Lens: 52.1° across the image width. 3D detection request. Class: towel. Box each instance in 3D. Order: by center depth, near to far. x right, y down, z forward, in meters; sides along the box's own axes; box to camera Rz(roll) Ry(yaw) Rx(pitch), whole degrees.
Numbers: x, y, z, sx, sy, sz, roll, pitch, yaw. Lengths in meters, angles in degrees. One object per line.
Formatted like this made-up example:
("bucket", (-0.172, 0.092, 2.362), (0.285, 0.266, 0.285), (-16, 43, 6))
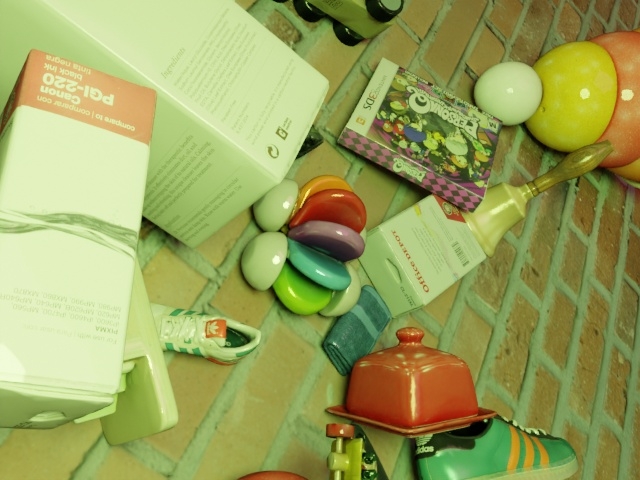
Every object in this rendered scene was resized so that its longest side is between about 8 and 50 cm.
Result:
("towel", (0.052, 0.117, 0.865), (0.067, 0.029, 0.119), (57, 48, -20))

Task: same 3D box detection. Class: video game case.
("video game case", (0.164, -0.171, 1.023), (0.232, 0.042, 0.210), (28, 48, -2))

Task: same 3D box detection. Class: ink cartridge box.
("ink cartridge box", (-0.192, 0.009, 0.450), (0.092, 0.158, 0.218), (14, 62, -32))
("ink cartridge box", (0.145, 0.015, 0.959), (0.175, 0.072, 0.128), (-28, 88, -41))

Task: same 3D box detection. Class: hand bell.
("hand bell", (0.339, -0.085, 1.019), (0.126, 0.242, 0.126), (50, 20, -25))

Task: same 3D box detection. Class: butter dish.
("butter dish", (0.109, 0.165, 0.795), (0.160, 0.159, 0.119), (3, 86, -36))

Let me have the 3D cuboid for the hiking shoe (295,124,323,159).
("hiking shoe", (-0.075, -0.179, 0.839), (0.114, 0.086, 0.227), (62, 9, 17))

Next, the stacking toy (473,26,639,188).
("stacking toy", (0.511, -0.282, 1.273), (0.479, 0.351, 0.351), (2, 68, -18))

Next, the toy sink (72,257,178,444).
("toy sink", (-0.243, 0.080, 0.586), (0.131, 0.152, 0.234), (-9, 77, -39))

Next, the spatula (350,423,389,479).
("spatula", (0.109, 0.356, 0.806), (0.084, 0.030, 0.297), (-33, 92, -41))

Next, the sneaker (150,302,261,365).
("sneaker", (-0.138, 0.095, 0.707), (0.161, 0.075, 0.057), (19, 60, -30))

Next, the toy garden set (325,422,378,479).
("toy garden set", (0.041, 0.302, 0.652), (0.244, 0.049, 0.204), (60, 31, -63))

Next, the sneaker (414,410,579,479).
("sneaker", (0.246, 0.282, 0.894), (0.302, 0.108, 0.121), (6, 61, -41))

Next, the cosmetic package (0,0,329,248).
("cosmetic package", (-0.201, -0.173, 0.622), (0.365, 0.197, 0.155), (38, 53, -19))

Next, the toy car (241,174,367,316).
("toy car", (0.000, 0.000, 0.814), (0.159, 0.136, 0.182), (26, 57, -26))

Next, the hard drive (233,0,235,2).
("hard drive", (-0.220, -0.234, 0.804), (0.236, 0.064, 0.339), (13, 63, -32))

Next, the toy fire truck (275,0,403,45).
("toy fire truck", (0.027, -0.468, 1.059), (0.216, 0.158, 0.247), (23, 68, -27))

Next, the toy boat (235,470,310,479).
("toy boat", (-0.058, 0.328, 0.613), (0.151, 0.151, 0.231), (49, 50, -10))
